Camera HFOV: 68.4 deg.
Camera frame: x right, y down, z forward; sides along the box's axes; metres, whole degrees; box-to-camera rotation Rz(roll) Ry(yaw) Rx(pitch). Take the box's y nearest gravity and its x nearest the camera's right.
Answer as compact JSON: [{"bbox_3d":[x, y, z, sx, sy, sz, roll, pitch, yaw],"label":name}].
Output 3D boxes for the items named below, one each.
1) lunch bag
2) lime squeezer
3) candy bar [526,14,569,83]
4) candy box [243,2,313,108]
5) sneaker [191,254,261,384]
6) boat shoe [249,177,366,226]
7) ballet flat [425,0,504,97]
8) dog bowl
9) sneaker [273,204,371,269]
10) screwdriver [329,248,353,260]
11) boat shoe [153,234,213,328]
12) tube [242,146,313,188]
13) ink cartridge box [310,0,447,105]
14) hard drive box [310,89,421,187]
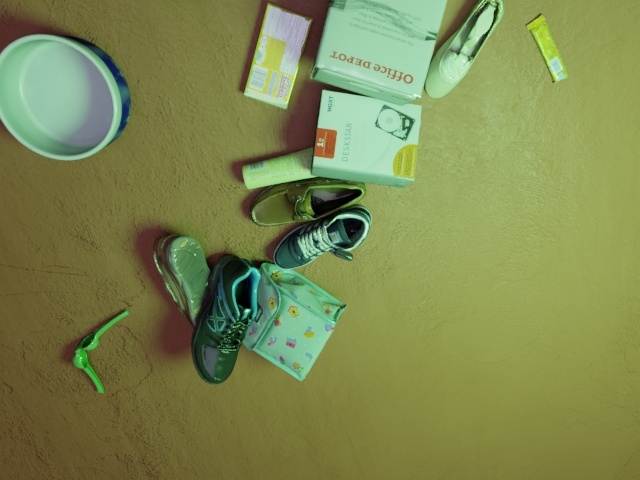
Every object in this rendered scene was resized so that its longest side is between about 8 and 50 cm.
[{"bbox_3d":[-0.097,0.209,1.275,0.262,0.160,0.223,31,114,5],"label":"lunch bag"},{"bbox_3d":[-0.650,0.320,1.359,0.110,0.059,0.310,21,110,-10],"label":"lime squeezer"},{"bbox_3d":[0.529,-0.437,1.091,0.040,0.018,0.161,-31,111,15],"label":"candy bar"},{"bbox_3d":[-0.098,-0.417,1.077,0.105,0.027,0.205,16,112,-11],"label":"candy box"},{"bbox_3d":[-0.239,0.210,1.210,0.125,0.140,0.340,9,90,-39],"label":"sneaker"},{"bbox_3d":[-0.038,-0.103,1.170,0.308,0.104,0.110,-19,112,7],"label":"boat shoe"},{"bbox_3d":[0.321,-0.432,1.053,0.086,0.086,0.248,27,110,-12],"label":"ballet flat"},{"bbox_3d":[-0.576,-0.321,1.062,0.265,0.104,0.264,-1,113,-2],"label":"dog bowl"},{"bbox_3d":[0.000,0.000,1.179,0.282,0.153,0.099,-28,99,7],"label":"sneaker"},{"bbox_3d":[0.010,0.016,1.273,0.170,0.025,0.024,24,111,-2],"label":"screwdriver"},{"bbox_3d":[-0.353,0.116,1.262,0.117,0.123,0.324,12,127,30],"label":"boat shoe"},{"bbox_3d":[-0.069,-0.179,1.160,0.240,0.062,0.070,-13,116,4],"label":"tube"},{"bbox_3d":[0.126,-0.462,0.970,0.223,0.129,0.307,14,96,-8],"label":"ink cartridge box"},{"bbox_3d":[0.103,-0.230,1.091,0.232,0.089,0.180,7,84,-4],"label":"hard drive box"}]
